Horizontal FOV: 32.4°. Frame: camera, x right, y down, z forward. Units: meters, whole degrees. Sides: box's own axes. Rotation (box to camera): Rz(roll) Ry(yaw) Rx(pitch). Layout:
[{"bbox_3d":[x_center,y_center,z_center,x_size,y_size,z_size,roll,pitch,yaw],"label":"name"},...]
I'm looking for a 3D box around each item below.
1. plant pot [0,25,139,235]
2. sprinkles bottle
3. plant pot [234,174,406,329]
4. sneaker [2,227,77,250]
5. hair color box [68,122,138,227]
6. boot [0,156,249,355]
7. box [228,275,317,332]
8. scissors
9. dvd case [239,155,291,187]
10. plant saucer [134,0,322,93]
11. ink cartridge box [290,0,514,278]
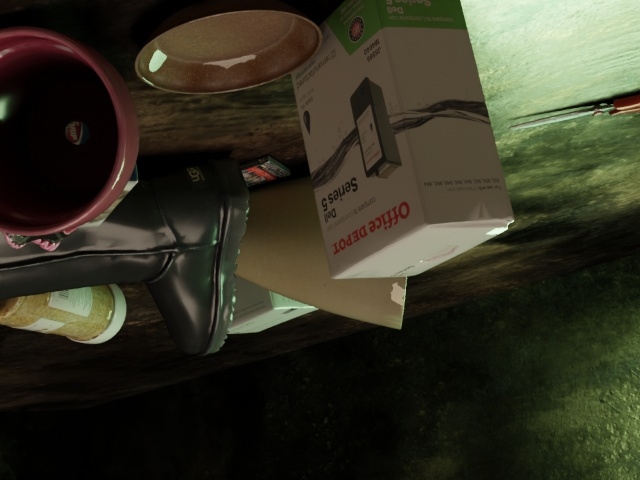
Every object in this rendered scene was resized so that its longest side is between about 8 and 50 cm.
[{"bbox_3d":[-0.271,-0.109,1.133,0.201,0.201,0.180,-13,-178,7],"label":"plant pot"},{"bbox_3d":[-0.444,0.093,1.793,0.121,0.121,0.355,-14,166,13],"label":"sprinkles bottle"},{"bbox_3d":[0.000,0.000,1.719,0.273,0.257,0.256,4,167,4],"label":"plant pot"},{"bbox_3d":[-0.328,-0.019,1.292,0.057,0.047,0.119,-23,171,17],"label":"sneaker"},{"bbox_3d":[-0.407,-0.080,1.285,0.347,0.105,0.174,-4,165,-28],"label":"hair color box"},{"bbox_3d":[-0.347,0.052,1.565,0.445,0.146,0.367,-10,133,-25],"label":"boot"},{"bbox_3d":[-0.111,0.055,1.906,0.119,0.182,0.181,1,162,-44],"label":"box"},{"bbox_3d":[0.435,-0.203,1.650,0.297,0.021,0.109,-7,168,-14],"label":"scissors"},{"bbox_3d":[-0.114,-0.096,1.648,0.119,0.013,0.087,-17,165,17],"label":"dvd case"},{"bbox_3d":[-0.098,-0.209,1.155,0.198,0.036,0.198,-10,166,-3],"label":"plant saucer"},{"bbox_3d":[0.078,-0.114,1.177,0.114,0.273,0.198,-3,164,-30],"label":"ink cartridge box"}]
